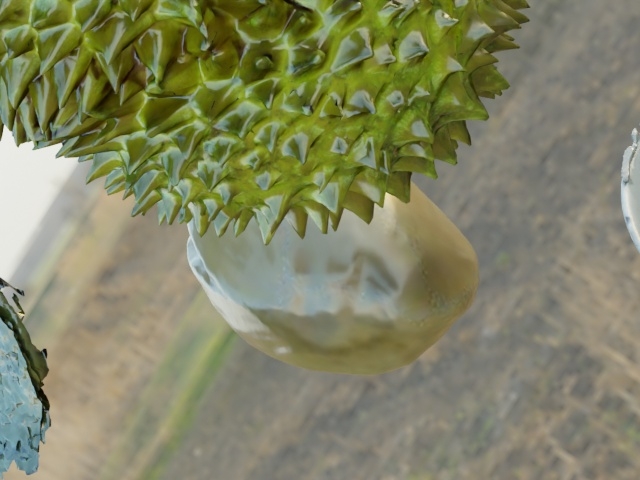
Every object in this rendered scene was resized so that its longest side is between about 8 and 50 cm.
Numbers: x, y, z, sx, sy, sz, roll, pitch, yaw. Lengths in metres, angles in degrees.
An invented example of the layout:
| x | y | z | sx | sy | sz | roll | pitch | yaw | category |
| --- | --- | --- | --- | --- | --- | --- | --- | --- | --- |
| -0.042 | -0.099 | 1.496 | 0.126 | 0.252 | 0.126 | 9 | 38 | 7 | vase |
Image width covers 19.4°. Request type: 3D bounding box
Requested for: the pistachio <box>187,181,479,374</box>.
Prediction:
| x | y | z | sx | sy | sz | roll | pitch | yaw | category |
| --- | --- | --- | --- | --- | --- | --- | --- | --- | --- |
| 0.000 | 0.000 | 1.358 | 0.181 | 0.162 | 0.293 | -19 | 28 | -22 | pistachio |

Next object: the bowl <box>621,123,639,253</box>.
| x | y | z | sx | sy | sz | roll | pitch | yaw | category |
| --- | --- | --- | --- | --- | --- | --- | --- | --- | --- |
| 0.359 | 0.024 | 1.145 | 0.345 | 0.345 | 0.157 | -64 | -26 | -46 | bowl |

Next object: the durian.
| x | y | z | sx | sy | sz | roll | pitch | yaw | category |
| --- | --- | --- | --- | --- | --- | --- | --- | --- | --- |
| -0.051 | -0.140 | 0.753 | 0.291 | 0.291 | 0.224 | -69 | -1 | -61 | durian |

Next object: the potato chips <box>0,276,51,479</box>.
| x | y | z | sx | sy | sz | roll | pitch | yaw | category |
| --- | --- | --- | --- | --- | --- | --- | --- | --- | --- |
| -0.202 | 0.032 | 0.939 | 0.029 | 0.202 | 0.220 | -23 | 28 | -32 | potato chips |
